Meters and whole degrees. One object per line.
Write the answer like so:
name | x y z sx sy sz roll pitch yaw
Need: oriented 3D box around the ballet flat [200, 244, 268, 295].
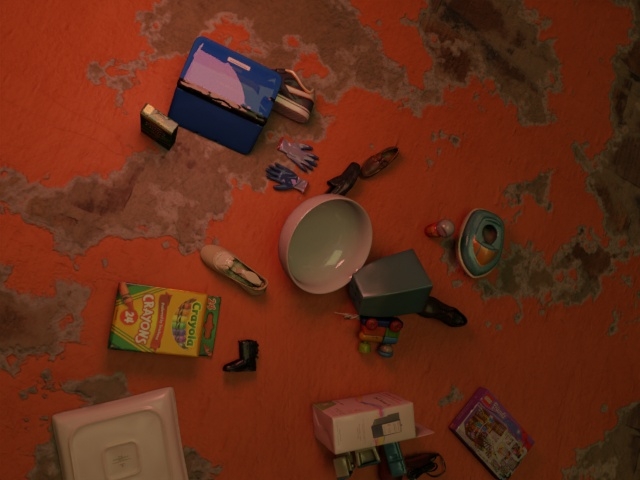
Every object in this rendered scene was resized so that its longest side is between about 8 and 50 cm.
ballet flat | -0.274 0.091 1.724 0.248 0.086 0.086 35 75 -12

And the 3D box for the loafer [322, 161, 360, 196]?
loafer | 0.060 -0.190 1.867 0.078 0.076 0.223 38 78 -19

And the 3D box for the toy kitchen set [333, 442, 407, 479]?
toy kitchen set | 0.163 0.728 1.726 0.207 0.166 0.122 -18 76 7

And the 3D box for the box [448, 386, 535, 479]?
box | 0.636 0.721 1.980 0.201 0.057 0.293 -44 99 -17

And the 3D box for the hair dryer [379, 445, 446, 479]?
hair dryer | 0.296 0.779 1.867 0.294 0.080 0.223 52 56 -13

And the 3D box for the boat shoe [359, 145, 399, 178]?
boat shoe | 0.215 -0.289 1.938 0.178 0.060 0.064 -37 97 -18

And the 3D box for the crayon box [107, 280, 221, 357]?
crayon box | -0.471 0.247 1.643 0.318 0.081 0.202 9 81 -18

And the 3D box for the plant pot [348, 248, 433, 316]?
plant pot | 0.225 0.161 1.815 0.234 0.166 0.166 -12 53 -17

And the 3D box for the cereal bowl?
cereal bowl | 0.000 0.000 1.764 0.338 0.141 0.339 -15 117 -30

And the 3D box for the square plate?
square plate | -0.584 0.645 1.582 0.347 0.049 0.344 -9 87 -19

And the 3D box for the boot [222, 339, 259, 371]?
boot | -0.255 0.371 1.722 0.121 0.045 0.099 3 86 -25

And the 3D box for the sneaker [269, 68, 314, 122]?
sneaker | -0.167 -0.522 1.802 0.321 0.126 0.128 24 81 -23

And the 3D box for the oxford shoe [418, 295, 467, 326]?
oxford shoe | 0.437 0.253 1.941 0.227 0.096 0.083 20 80 -14

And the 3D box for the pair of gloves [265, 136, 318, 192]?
pair of gloves | -0.099 -0.254 1.850 0.159 0.023 0.198 25 76 -13

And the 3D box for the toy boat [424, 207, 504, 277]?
toy boat | 0.546 -0.005 1.975 0.318 0.148 0.268 15 80 -17

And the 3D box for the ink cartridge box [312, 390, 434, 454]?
ink cartridge box | 0.172 0.585 1.758 0.353 0.207 0.119 -3 87 -20

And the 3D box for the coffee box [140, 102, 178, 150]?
coffee box | -0.497 -0.345 1.638 0.113 0.184 0.040 35 74 -12

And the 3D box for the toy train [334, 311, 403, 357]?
toy train | 0.153 0.323 1.846 0.247 0.105 0.144 7 99 -14

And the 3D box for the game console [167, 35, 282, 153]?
game console | -0.307 -0.456 1.711 0.293 0.173 0.250 23 82 -16
